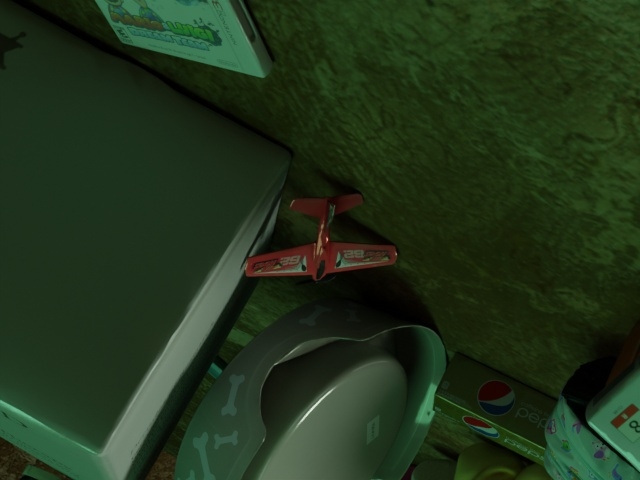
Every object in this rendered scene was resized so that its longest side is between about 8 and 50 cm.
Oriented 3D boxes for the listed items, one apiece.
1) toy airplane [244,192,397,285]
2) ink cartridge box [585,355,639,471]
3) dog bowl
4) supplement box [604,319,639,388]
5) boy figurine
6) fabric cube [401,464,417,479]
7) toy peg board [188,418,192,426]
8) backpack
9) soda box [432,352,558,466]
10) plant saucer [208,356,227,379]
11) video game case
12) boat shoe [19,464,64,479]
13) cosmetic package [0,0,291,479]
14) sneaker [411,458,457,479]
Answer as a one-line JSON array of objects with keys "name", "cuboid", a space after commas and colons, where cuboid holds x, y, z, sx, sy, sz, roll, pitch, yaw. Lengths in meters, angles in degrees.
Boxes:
[{"name": "toy airplane", "cuboid": [0.000, 0.000, 0.982, 0.151, 0.028, 0.151, -8, 148, -5]}, {"name": "ink cartridge box", "cuboid": [0.309, 0.142, 0.762, 0.179, 0.145, 0.045, 44, -158, 6]}, {"name": "dog bowl", "cuboid": [-0.012, 0.215, 1.141, 0.102, 0.349, 0.349, 35, 163, 31]}, {"name": "supplement box", "cuboid": [0.352, 0.140, 0.826, 0.233, 0.080, 0.078, 29, 159, 10]}, {"name": "boy figurine", "cuboid": [0.303, 0.338, 1.312, 0.285, 0.092, 0.177, 21, 160, 16]}, {"name": "fabric cube", "cuboid": [0.191, 0.541, 1.674, 0.259, 0.258, 0.254, 42, 157, -25]}, {"name": "toy peg board", "cuboid": [-0.095, 0.280, 1.647, 0.161, 0.079, 0.161, -23, 131, 23]}, {"name": "backpack", "cuboid": [0.285, 0.190, 0.919, 0.182, 0.152, 0.115, 35, 127, 31]}, {"name": "soda box", "cuboid": [0.217, 0.196, 1.151, 0.181, 0.058, 0.061, 25, 158, 15]}, {"name": "plant saucer", "cuboid": [-0.186, 0.209, 1.774, 0.067, 0.018, 0.192, 7, 149, 47]}, {"name": "video game case", "cuboid": [-0.124, -0.192, 0.804, 0.157, 0.019, 0.143, 19, 155, 30]}, {"name": "boat shoe", "cuboid": [-0.260, 0.315, 1.132, 0.233, 0.079, 0.084, 10, 149, 40]}, {"name": "cosmetic package", "cuboid": [-0.262, 0.036, 1.068, 0.329, 0.327, 0.393, 29, 158, 4]}, {"name": "sneaker", "cuboid": [0.238, 0.410, 1.510, 0.240, 0.091, 0.126, 22, 136, 19]}]
